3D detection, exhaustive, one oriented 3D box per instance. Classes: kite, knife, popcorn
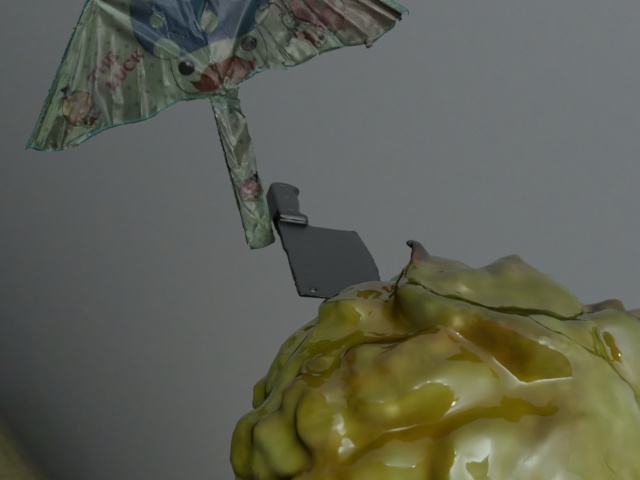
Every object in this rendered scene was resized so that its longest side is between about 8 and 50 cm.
[{"bbox_3d":[-0.085,-0.146,0.818,0.011,0.335,0.314,-152,-137,-80],"label":"kite"},{"bbox_3d":[0.000,0.000,0.793,0.245,0.072,0.019,-115,-146,-67],"label":"knife"},{"bbox_3d":[0.080,0.092,0.498,0.233,0.266,0.192,-155,-131,-82],"label":"popcorn"}]
